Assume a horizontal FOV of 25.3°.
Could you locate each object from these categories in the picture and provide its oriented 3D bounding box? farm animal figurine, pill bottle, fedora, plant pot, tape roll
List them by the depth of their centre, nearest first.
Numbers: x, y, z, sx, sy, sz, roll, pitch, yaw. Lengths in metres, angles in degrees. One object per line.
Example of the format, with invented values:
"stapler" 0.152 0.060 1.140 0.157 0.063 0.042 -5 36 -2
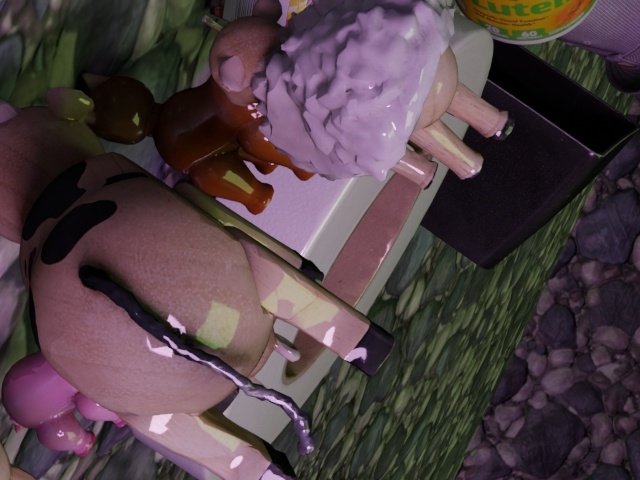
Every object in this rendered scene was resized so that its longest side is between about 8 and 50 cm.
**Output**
"farm animal figurine" -0.108 0.022 0.646 0.330 0.172 0.327 -61 -156 -13
"tape roll" 0.000 0.000 1.043 0.392 0.072 0.392 -55 168 -18
"pill bottle" 0.157 -0.261 1.138 0.136 0.136 0.245 -64 163 -6
"plant pot" 0.171 -0.082 1.379 0.167 0.188 0.187 -60 167 24
"fedora" 0.274 -0.270 1.415 0.275 0.124 0.243 -122 -144 -73

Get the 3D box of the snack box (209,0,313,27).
"snack box" 0.018 -0.241 0.859 0.174 0.070 0.207 -41 149 -52
